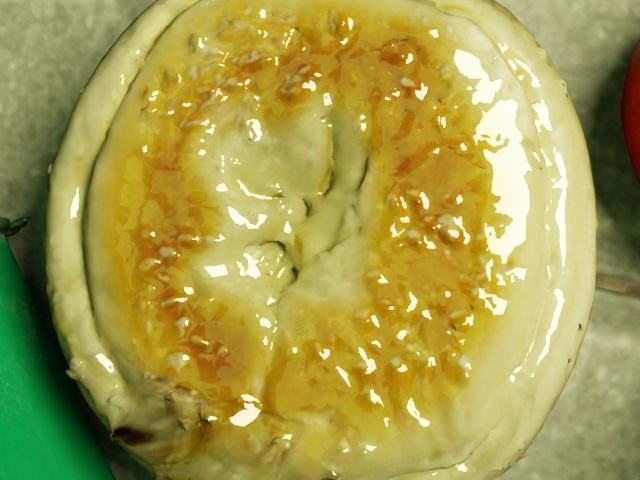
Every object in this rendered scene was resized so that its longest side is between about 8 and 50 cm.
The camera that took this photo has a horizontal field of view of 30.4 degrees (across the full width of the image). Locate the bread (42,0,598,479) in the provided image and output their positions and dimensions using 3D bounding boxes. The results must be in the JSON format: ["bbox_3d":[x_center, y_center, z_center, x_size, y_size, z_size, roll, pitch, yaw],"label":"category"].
[{"bbox_3d":[0.000,0.000,0.628,0.305,0.159,0.306,0,90,5],"label":"bread"}]

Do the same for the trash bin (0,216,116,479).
[{"bbox_3d":[-0.201,0.184,0.617,0.295,0.259,0.381,-21,85,9],"label":"trash bin"}]

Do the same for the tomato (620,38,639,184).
[{"bbox_3d":[0.248,-0.062,0.584,0.195,0.136,0.195,-2,65,4],"label":"tomato"}]
